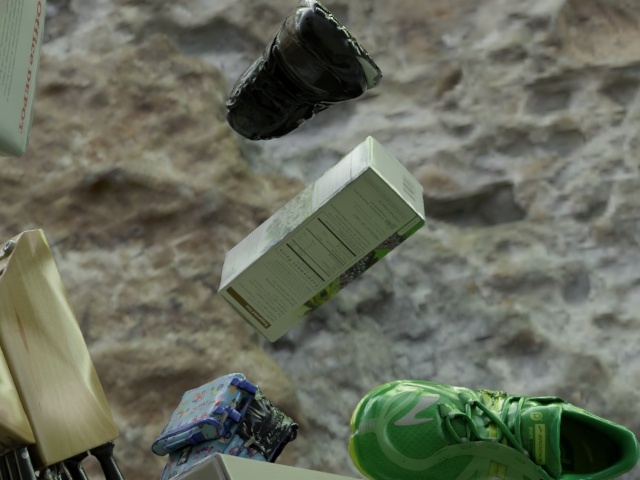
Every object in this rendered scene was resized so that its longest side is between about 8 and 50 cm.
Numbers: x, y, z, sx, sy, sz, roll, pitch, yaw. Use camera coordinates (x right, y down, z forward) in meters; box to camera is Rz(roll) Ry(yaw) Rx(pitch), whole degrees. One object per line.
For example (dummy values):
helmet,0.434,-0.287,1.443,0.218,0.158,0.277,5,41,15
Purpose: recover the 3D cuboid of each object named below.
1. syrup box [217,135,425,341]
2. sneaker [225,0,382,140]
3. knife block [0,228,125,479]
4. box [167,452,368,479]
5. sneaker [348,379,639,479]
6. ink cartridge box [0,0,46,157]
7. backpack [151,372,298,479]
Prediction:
syrup box,0.000,0.000,1.432,0.237,0.096,0.093,-40,-161,20
sneaker,-0.028,-0.143,1.217,0.124,0.107,0.283,-44,-176,-7
knife block,-0.248,0.162,1.175,0.088,0.242,0.276,-25,-142,35
box,-0.028,0.234,0.940,0.113,0.275,0.094,-35,-118,19
sneaker,0.165,0.178,1.175,0.295,0.123,0.109,7,-112,-22
ink cartridge box,-0.295,-0.167,0.998,0.093,0.212,0.154,4,-100,7
backpack,-0.135,0.270,1.563,0.158,0.117,0.173,-23,-154,43
